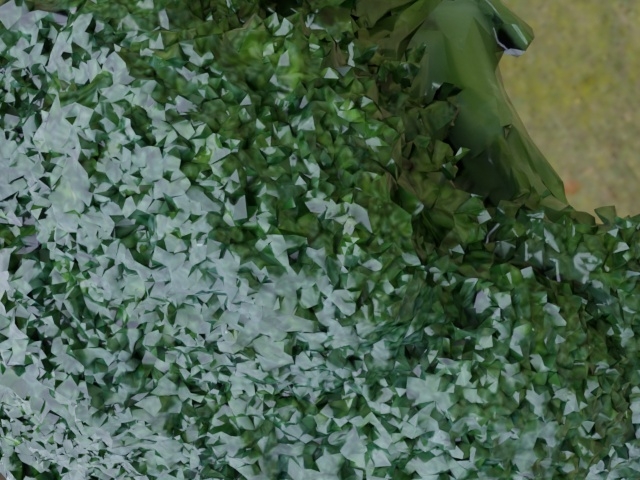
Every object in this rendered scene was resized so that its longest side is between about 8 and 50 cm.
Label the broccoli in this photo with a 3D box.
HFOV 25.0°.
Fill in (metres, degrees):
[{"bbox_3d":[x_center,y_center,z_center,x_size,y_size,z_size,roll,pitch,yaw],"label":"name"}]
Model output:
[{"bbox_3d":[0.000,0.000,0.528,0.308,0.275,0.308,23,159,10],"label":"broccoli"}]
